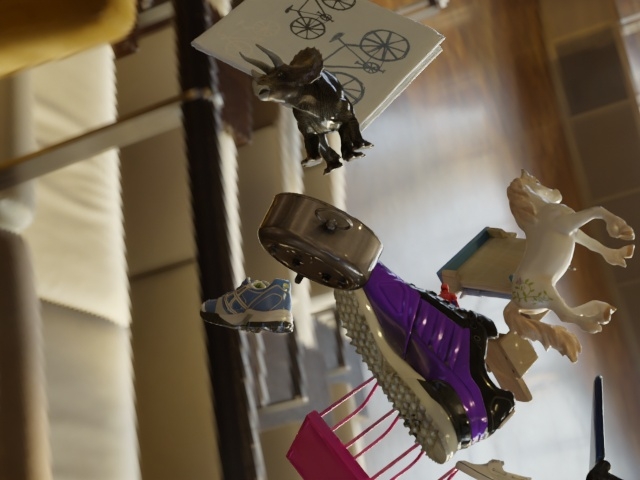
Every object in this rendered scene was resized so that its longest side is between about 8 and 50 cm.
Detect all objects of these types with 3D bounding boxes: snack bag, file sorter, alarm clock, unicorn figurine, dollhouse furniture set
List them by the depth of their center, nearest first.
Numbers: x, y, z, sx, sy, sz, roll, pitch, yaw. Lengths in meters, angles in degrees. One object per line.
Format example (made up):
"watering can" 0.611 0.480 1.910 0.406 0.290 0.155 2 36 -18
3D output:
"unicorn figurine" 0.187 0.007 0.960 0.060 0.111 0.162 71 40 -57
"alarm clock" 0.000 0.000 1.272 0.064 0.129 0.192 -64 -179 -19
"dollhouse furniture set" 0.329 0.132 1.988 0.303 0.286 0.198 -42 115 -26
"file sorter" 0.115 0.395 2.056 0.182 0.202 0.291 -32 72 -26
"snack bag" -0.006 -0.329 2.058 0.323 0.342 0.037 -49 160 -40

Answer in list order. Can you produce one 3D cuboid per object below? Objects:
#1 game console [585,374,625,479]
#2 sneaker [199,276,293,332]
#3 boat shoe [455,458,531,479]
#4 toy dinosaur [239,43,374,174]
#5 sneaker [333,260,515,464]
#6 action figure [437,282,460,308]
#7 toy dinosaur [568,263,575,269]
"game console" 0.434 0.369 1.632 0.173 0.250 0.293 -43 141 -31
"sneaker" -0.112 0.102 1.932 0.080 0.211 0.081 16 77 -42
"boat shoe" 0.219 0.291 1.531 0.035 0.100 0.035 119 -7 -83
"toy dinosaur" 0.002 -0.182 1.690 0.313 0.121 0.160 7 66 -77
"sneaker" 0.125 0.109 1.428 0.293 0.146 0.102 59 -18 23
"action figure" 0.169 0.109 1.602 0.030 0.038 0.115 35 44 -56
"toy dinosaur" 0.322 0.009 1.708 0.082 0.090 0.047 -166 -91 -81
